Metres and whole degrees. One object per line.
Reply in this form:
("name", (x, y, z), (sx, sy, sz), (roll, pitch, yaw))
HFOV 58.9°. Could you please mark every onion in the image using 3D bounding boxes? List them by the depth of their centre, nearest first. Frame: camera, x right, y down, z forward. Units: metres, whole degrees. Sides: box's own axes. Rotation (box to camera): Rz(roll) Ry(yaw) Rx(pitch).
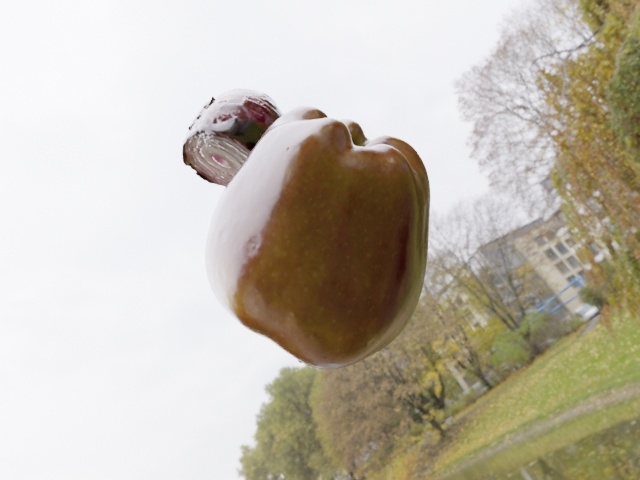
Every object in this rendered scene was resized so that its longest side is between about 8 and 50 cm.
("onion", (-0.108, -0.146, 0.929), (0.218, 0.140, 0.195), (35, -34, -21))

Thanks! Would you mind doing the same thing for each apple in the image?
("apple", (0.000, 0.000, 0.733), (0.288, 0.288, 0.317), (-2, -67, -52))
